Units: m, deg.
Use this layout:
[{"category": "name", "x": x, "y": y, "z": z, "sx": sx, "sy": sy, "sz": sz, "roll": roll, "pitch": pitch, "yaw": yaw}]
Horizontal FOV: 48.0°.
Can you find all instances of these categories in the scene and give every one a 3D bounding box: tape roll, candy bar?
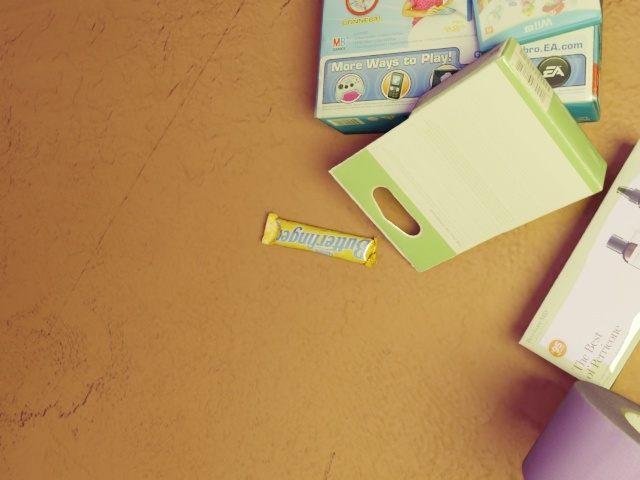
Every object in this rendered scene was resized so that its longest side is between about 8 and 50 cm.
[{"category": "tape roll", "x": 0.305, "y": 0.227, "z": 0.575, "sx": 0.275, "sy": 0.275, "sz": 0.090, "roll": 33, "pitch": 99, "yaw": 25}, {"category": "candy bar", "x": 0.000, "y": 0.000, "z": 0.891, "sx": 0.162, "sy": 0.018, "sz": 0.040, "roll": 13, "pitch": 90, "yaw": 27}]

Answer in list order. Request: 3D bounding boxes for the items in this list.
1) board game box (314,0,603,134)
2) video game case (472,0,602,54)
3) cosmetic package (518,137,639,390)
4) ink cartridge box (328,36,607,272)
[{"category": "board game box", "x": 0.156, "y": -0.282, "z": 0.810, "sx": 0.308, "sy": 0.086, "sz": 0.301, "roll": 2, "pitch": 85, "yaw": 26}, {"category": "video game case", "x": 0.209, "y": -0.282, "z": 0.727, "sx": 0.119, "sy": 0.015, "sz": 0.166, "roll": -10, "pitch": 80, "yaw": 24}, {"category": "cosmetic package", "x": 0.303, "y": 0.026, "z": 0.718, "sx": 0.099, "sy": 0.060, "sz": 0.239, "roll": 31, "pitch": 98, "yaw": 26}, {"category": "ink cartridge box", "x": 0.150, "y": -0.078, "z": 0.761, "sx": 0.235, "sy": 0.056, "sz": 0.171, "roll": -29, "pitch": 111, "yaw": 41}]
